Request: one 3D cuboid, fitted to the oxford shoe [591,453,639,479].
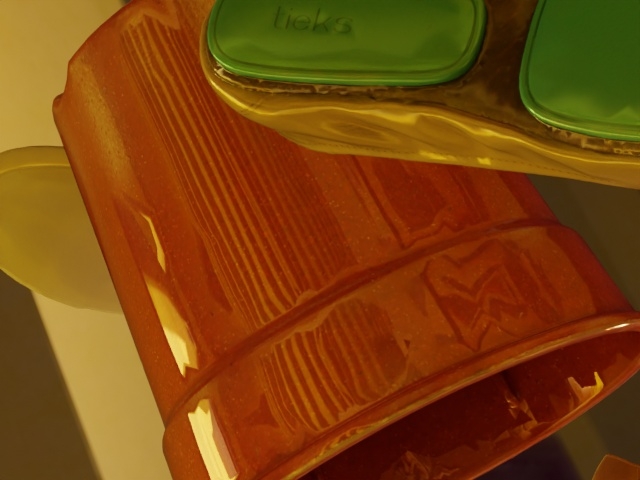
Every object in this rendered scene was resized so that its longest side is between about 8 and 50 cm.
[{"bbox_3d":[0.295,0.195,1.189,0.212,0.076,0.076,12,-23,11],"label":"oxford shoe"}]

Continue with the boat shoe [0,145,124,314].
[{"bbox_3d":[-0.094,-0.018,1.104,0.301,0.102,0.108,10,-54,-31],"label":"boat shoe"}]

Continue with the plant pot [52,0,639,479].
[{"bbox_3d":[0.000,0.000,0.896,0.272,0.265,0.272,-24,-18,-8],"label":"plant pot"}]

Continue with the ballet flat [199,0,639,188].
[{"bbox_3d":[0.071,-0.055,0.561,0.232,0.080,0.073,11,-21,28],"label":"ballet flat"}]
